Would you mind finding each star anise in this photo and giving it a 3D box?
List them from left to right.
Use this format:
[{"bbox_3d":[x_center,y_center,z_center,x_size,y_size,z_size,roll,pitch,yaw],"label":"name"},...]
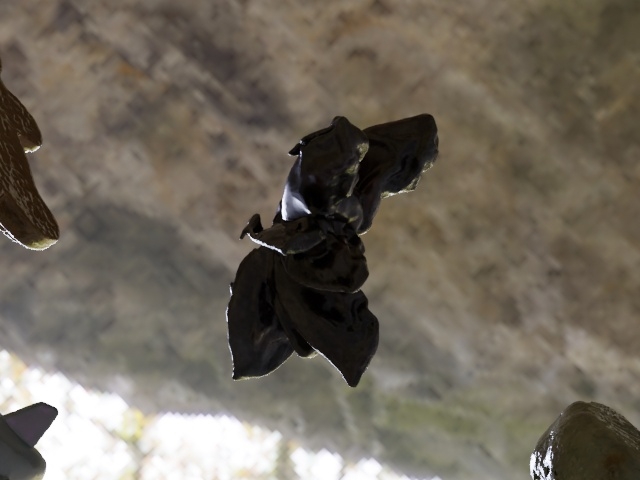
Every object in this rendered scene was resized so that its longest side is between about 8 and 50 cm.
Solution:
[{"bbox_3d":[-0.002,0.004,1.455,0.282,0.129,0.212,124,166,-49],"label":"star anise"}]

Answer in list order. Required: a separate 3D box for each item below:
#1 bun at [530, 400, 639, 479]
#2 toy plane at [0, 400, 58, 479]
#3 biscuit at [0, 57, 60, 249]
[{"bbox_3d":[0.320,0.278,1.930,0.141,0.239,0.239,-54,-23,9],"label":"bun"},{"bbox_3d":[-0.330,0.142,1.487,0.252,0.118,0.252,-6,-69,-17],"label":"toy plane"},{"bbox_3d":[-0.359,-0.135,1.901,0.047,0.339,0.216,-31,-36,12],"label":"biscuit"}]
